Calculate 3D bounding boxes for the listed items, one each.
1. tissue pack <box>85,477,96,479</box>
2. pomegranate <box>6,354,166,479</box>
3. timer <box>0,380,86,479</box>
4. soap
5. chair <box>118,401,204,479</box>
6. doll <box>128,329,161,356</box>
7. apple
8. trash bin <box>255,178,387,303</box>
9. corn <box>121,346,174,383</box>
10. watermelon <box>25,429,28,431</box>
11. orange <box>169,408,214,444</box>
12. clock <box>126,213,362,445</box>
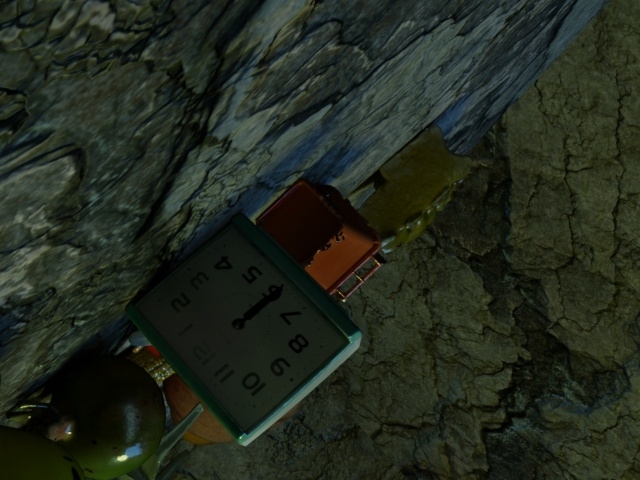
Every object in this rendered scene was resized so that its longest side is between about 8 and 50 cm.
[{"bbox_3d":[-0.534,0.587,1.641,0.394,0.288,0.124,-37,170,-39],"label":"tissue pack"},{"bbox_3d":[-0.336,0.260,1.318,0.224,0.181,0.181,1,140,-51],"label":"pomegranate"},{"bbox_3d":[-0.370,0.258,0.957,0.285,0.285,0.285,-42,173,-6],"label":"timer"},{"bbox_3d":[0.191,-0.080,2.124,0.304,0.169,0.338,-41,172,-9],"label":"soap"},{"bbox_3d":[-0.356,0.378,1.699,0.190,0.203,0.274,-58,177,33],"label":"chair"},{"bbox_3d":[-0.216,0.142,1.471,0.183,0.085,0.217,-15,171,-5],"label":"doll"},{"bbox_3d":[-0.176,0.300,1.968,0.345,0.269,0.345,-41,173,-6],"label":"apple"},{"bbox_3d":[0.000,0.000,1.541,0.161,0.184,0.239,-43,167,4],"label":"trash bin"},{"bbox_3d":[-0.299,0.217,1.566,0.238,0.080,0.080,-37,171,-43],"label":"corn"},{"bbox_3d":[-0.479,0.388,1.472,0.232,0.193,0.310,-25,165,19],"label":"watermelon"},{"bbox_3d":[-0.286,0.395,2.314,0.249,0.183,0.249,-61,176,-7],"label":"orange"},{"bbox_3d":[-0.105,0.129,1.301,0.231,0.262,0.116,-41,157,-13],"label":"clock"}]
